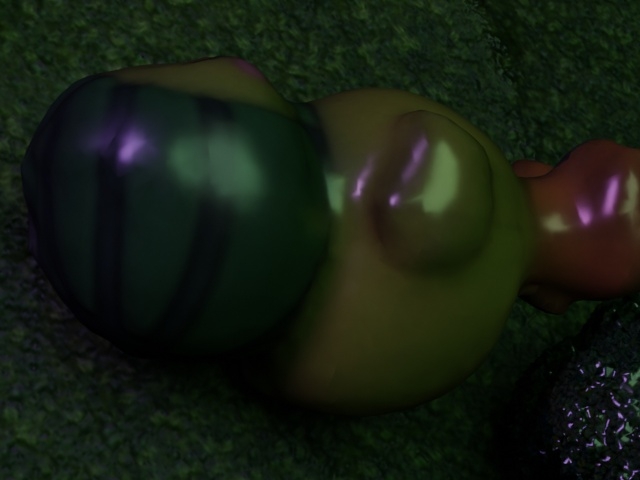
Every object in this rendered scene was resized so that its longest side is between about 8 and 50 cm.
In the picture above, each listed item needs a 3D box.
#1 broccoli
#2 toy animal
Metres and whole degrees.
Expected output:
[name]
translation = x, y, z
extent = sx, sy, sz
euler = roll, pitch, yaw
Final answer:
[broccoli]
translation = 0.255, 0.148, 0.762
extent = 0.297, 0.297, 0.297
euler = 4, 91, -24
[toy animal]
translation = -0.002, 0.003, 0.725
extent = 0.338, 0.216, 0.191
euler = 9, 89, -19
